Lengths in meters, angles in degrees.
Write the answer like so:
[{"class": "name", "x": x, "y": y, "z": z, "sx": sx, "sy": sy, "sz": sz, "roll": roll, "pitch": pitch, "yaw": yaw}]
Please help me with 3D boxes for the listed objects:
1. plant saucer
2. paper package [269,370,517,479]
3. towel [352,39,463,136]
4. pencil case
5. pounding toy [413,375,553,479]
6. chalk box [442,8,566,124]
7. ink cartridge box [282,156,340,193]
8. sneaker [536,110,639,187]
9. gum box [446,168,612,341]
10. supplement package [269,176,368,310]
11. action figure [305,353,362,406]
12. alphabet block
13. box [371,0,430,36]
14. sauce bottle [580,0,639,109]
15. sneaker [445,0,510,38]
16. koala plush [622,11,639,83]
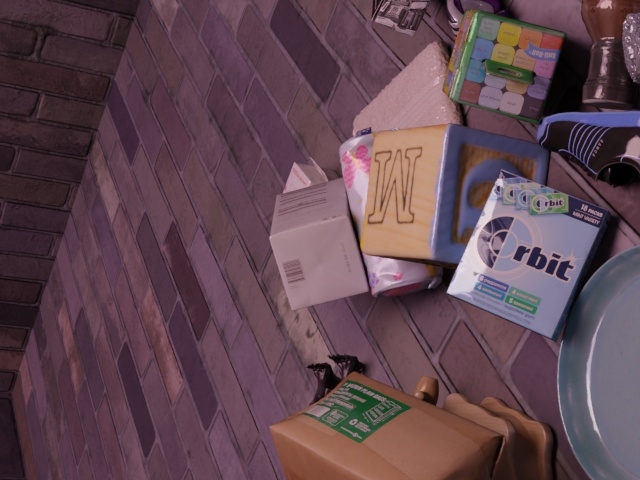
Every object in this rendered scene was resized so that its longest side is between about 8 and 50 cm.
[{"class": "plant saucer", "x": 0.405, "y": 0.162, "z": 1.373, "sx": 0.317, "sy": 0.043, "sz": 0.317, "roll": -28, "pitch": 57, "yaw": 56}, {"class": "paper package", "x": 0.118, "y": 0.373, "z": 1.541, "sx": 0.325, "sy": 0.168, "sz": 0.309, "roll": 16, "pitch": 128, "yaw": 53}, {"class": "towel", "x": 0.142, "y": -0.196, "z": 1.955, "sx": 0.282, "sy": 0.049, "sz": 0.187, "roll": -43, "pitch": 47, "yaw": 49}, {"class": "pencil case", "x": 0.114, "y": -0.044, "z": 1.843, "sx": 0.113, "sy": 0.124, "sz": 0.273, "roll": 39, "pitch": -142, "yaw": -75}, {"class": "pounding toy", "x": 0.192, "y": 0.297, "z": 1.608, "sx": 0.269, "sy": 0.155, "sz": 0.154, "roll": 22, "pitch": 101, "yaw": 63}, {"class": "chalk box", "x": 0.254, "y": -0.246, "z": 1.588, "sx": 0.213, "sy": 0.132, "sz": 0.132, "roll": -84, "pitch": 9, "yaw": -79}, {"class": "ink cartridge box", "x": -0.014, "y": -0.077, "z": 2.164, "sx": 0.092, "sy": 0.090, "sz": 0.143, "roll": 53, "pitch": 127, "yaw": 53}, {"class": "sneaker", "x": 0.362, "y": -0.116, "z": 1.492, "sx": 0.232, "sy": 0.081, "sz": 0.090, "roll": 5, "pitch": 82, "yaw": 62}, {"class": "gum box", "x": 0.277, "y": 0.019, "z": 1.519, "sx": 0.157, "sy": 0.041, "sz": 0.184, "roll": 24, "pitch": 88, "yaw": 24}, {"class": "supplement package", "x": 0.000, "y": 0.000, "z": 1.935, "sx": 0.244, "sy": 0.134, "sz": 0.139, "roll": -87, "pitch": -18, "yaw": -72}, {"class": "action figure", "x": 0.010, "y": 0.340, "z": 1.954, "sx": 0.164, "sy": 0.141, "sz": 0.276, "roll": -20, "pitch": 63, "yaw": 46}, {"class": "alphabet block", "x": 0.194, "y": -0.057, "z": 1.673, "sx": 0.197, "sy": 0.192, "sz": 0.193, "roll": 3, "pitch": 83, "yaw": 61}, {"class": "box", "x": 0.166, "y": -0.500, "z": 1.860, "sx": 0.307, "sy": 0.076, "sz": 0.242, "roll": -85, "pitch": 18, "yaw": -59}, {"class": "sauce bottle", "x": 0.395, "y": -0.342, "z": 1.467, "sx": 0.111, "sy": 0.111, "sz": 0.344, "roll": 10, "pitch": 93, "yaw": 62}, {"class": "sneaker", "x": 0.250, "y": -0.399, "z": 1.816, "sx": 0.098, "sy": 0.083, "sz": 0.224, "roll": -17, "pitch": 44, "yaw": 16}, {"class": "koala plush", "x": 0.453, "y": -0.291, "z": 1.281, "sx": 0.203, "sy": 0.196, "sz": 0.221, "roll": -30, "pitch": 55, "yaw": 42}]
